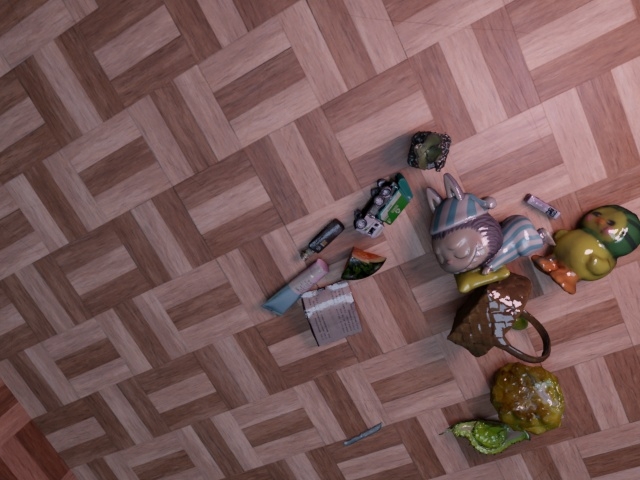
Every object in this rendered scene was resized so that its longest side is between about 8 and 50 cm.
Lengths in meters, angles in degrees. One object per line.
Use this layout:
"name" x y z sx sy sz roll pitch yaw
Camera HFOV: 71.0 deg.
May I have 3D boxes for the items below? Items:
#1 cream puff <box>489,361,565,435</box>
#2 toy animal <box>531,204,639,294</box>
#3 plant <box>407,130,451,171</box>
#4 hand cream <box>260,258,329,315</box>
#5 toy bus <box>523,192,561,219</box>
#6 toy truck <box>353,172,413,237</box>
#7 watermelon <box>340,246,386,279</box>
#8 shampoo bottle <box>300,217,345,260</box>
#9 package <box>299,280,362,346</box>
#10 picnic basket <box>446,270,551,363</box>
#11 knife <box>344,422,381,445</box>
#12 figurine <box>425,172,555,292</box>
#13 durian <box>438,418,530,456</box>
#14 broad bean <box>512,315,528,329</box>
"cream puff" 0.792 0.608 1.715 0.282 0.282 0.185 -25 129 15
"toy animal" 0.927 0.030 1.537 0.191 0.216 0.338 34 108 -32
"plant" 0.363 -0.303 1.502 0.131 0.203 0.142 17 115 10
"hand cream" -0.096 0.194 1.803 0.312 0.070 0.111 -40 129 20
"toy bus" 0.782 -0.119 1.577 0.130 0.052 0.037 31 108 -2
"toy truck" 0.226 -0.128 1.628 0.124 0.114 0.253 30 110 -14
"watermelon" 0.167 0.100 1.710 0.145 0.193 0.137 20 65 0
"shampoo bottle" 0.001 0.001 1.728 0.207 0.063 0.057 -42 108 16
"package" 0.046 0.299 1.800 0.204 0.062 0.251 -18 108 4
"picnic basket" 0.666 0.295 1.587 0.337 0.293 0.337 12 118 24
"knife" 0.192 0.868 2.001 0.210 0.015 0.028 -34 94 16
"figurine" 0.534 -0.069 1.520 0.361 0.266 0.378 -28 107 5
"durian" 0.689 0.811 1.865 0.375 0.106 0.132 3 103 3
"broad bean" 0.758 0.316 1.727 0.083 0.045 0.063 8 110 -2
